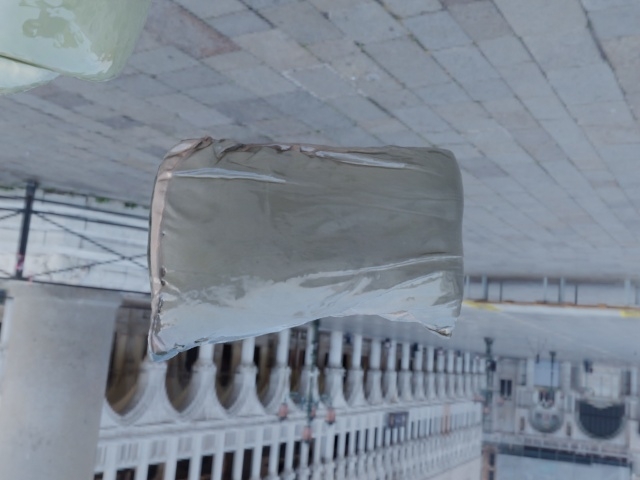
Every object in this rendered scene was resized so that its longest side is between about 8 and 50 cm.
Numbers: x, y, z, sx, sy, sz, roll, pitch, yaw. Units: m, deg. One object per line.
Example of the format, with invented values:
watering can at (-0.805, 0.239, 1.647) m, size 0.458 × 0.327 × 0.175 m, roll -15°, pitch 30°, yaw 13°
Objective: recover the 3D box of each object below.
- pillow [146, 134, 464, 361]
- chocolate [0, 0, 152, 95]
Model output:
pillow at (0.000, 0.000, 0.546) m, size 0.270 × 0.173 × 0.067 m, roll 0°, pitch 160°, yaw -21°
chocolate at (-0.335, -0.311, 0.800) m, size 0.314 × 0.297 × 0.326 m, roll 13°, pitch 178°, yaw -23°
